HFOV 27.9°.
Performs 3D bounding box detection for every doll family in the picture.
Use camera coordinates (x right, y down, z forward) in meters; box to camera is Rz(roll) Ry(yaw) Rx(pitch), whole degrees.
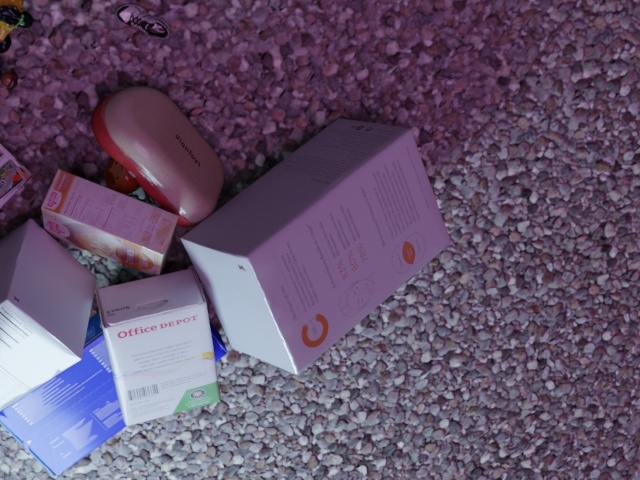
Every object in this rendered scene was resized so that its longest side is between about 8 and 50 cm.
[{"bbox_3d":[-0.458,-0.293,1.795,0.111,0.076,0.193,17,113,-27],"label":"doll family"}]

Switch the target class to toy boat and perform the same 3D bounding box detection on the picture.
[{"bbox_3d":[-0.260,-0.115,1.911,0.151,0.151,0.231,-22,123,28],"label":"toy boat"}]

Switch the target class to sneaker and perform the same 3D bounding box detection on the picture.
[{"bbox_3d":[-0.255,-0.316,1.859,0.083,0.037,0.032,17,110,-21],"label":"sneaker"}]

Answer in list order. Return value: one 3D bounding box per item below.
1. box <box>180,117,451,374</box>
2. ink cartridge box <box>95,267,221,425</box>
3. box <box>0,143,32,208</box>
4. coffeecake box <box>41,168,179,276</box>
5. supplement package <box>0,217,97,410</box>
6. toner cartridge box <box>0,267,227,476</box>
[{"bbox_3d":[0.000,0.000,1.930,0.345,0.168,0.215,-39,122,-28],"label":"box"},{"bbox_3d":[-0.243,0.160,1.943,0.154,0.093,0.212,-13,132,-11],"label":"ink cartridge box"},{"bbox_3d":[-0.530,-0.060,1.864,0.207,0.036,0.114,-48,118,-11],"label":"box"},{"bbox_3d":[-0.308,-0.022,1.885,0.185,0.142,0.068,22,72,-3],"label":"coffeecake box"},{"bbox_3d":[-0.459,0.117,1.881,0.203,0.194,0.149,-32,121,21],"label":"supplement package"},{"bbox_3d":[-0.338,0.210,2.056,0.348,0.075,0.165,-35,118,1],"label":"toner cartridge box"}]
